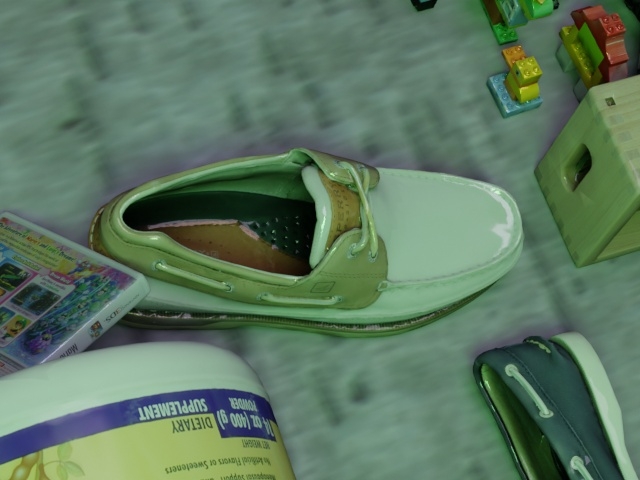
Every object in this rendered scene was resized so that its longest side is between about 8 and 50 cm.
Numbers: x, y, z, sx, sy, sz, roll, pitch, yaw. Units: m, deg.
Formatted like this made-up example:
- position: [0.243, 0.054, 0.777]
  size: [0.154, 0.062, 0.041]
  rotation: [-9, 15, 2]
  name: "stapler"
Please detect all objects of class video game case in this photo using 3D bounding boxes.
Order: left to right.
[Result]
- position: [-0.203, 0.049, 1.039]
  size: [0.143, 0.019, 0.157]
  rotation: [-42, 40, -25]
  name: "video game case"

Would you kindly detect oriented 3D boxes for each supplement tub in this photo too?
- position: [-0.098, 0.246, 0.901]
  size: [0.241, 0.241, 0.331]
  rotation: [-14, 70, -17]
  name: "supplement tub"

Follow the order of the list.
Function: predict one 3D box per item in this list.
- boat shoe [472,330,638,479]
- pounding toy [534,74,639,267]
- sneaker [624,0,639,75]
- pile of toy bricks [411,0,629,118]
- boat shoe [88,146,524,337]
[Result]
- position: [0.168, 0.176, 1.068]
  size: [0.079, 0.095, 0.254]
  rotation: [-10, 67, -17]
  name: "boat shoe"
- position: [0.276, -0.082, 1.157]
  size: [0.206, 0.181, 0.094]
  rotation: [-15, 70, -18]
  name: "pounding toy"
- position: [0.239, -0.180, 1.252]
  size: [0.217, 0.079, 0.121]
  rotation: [26, 86, 18]
  name: "sneaker"
- position: [0.138, -0.196, 1.222]
  size: [0.118, 0.105, 0.212]
  rotation: [-18, 71, -18]
  name: "pile of toy bricks"
- position: [0.000, 0.000, 1.107]
  size: [0.302, 0.103, 0.113]
  rotation: [-8, 68, -15]
  name: "boat shoe"
